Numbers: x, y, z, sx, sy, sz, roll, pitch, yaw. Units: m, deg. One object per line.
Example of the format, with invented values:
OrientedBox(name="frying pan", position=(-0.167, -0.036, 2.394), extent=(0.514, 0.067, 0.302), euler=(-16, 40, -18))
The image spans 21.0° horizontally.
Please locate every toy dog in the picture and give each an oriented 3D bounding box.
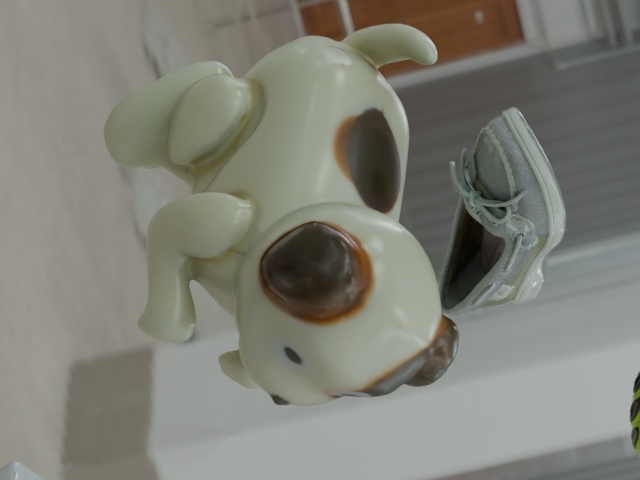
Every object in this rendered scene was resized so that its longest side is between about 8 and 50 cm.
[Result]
OrientedBox(name="toy dog", position=(0.000, 0.000, 1.769), extent=(0.284, 0.395, 0.408), euler=(50, 15, -40))

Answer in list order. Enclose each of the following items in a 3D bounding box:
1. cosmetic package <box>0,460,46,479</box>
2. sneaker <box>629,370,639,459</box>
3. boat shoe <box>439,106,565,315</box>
OrientedBox(name="cosmetic package", position=(-0.295, 0.354, 1.477), extent=(0.138, 0.224, 0.225), euler=(40, 27, -30))
OrientedBox(name="sneaker", position=(0.341, 0.059, 1.413), extent=(0.109, 0.123, 0.296), euler=(169, -61, -75))
OrientedBox(name="boat shoe", position=(0.182, -0.018, 1.815), extent=(0.320, 0.103, 0.118), euler=(92, -26, -61))
